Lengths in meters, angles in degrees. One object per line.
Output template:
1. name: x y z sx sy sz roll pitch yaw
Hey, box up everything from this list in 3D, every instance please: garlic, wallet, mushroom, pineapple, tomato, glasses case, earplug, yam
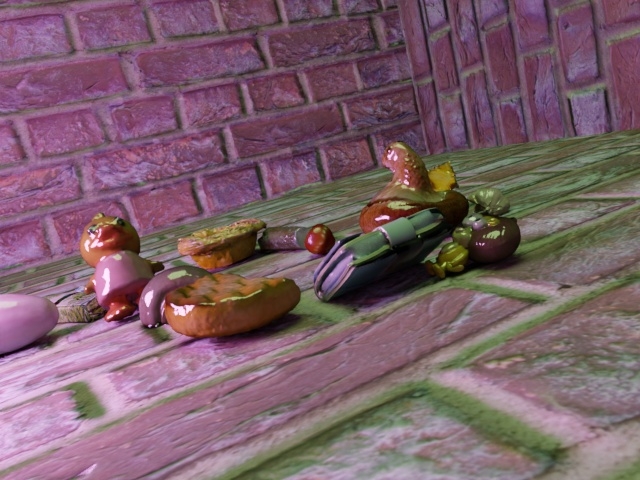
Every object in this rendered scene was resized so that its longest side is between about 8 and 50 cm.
1. garlic: 0.447 -0.105 1.447 0.113 0.074 0.094 7 8 20
2. wallet: 0.120 0.028 1.042 0.250 0.075 0.176 -19 -22 -29
3. mushroom: -0.314 0.117 1.197 0.188 0.117 0.141 -20 0 -11
4. pineapple: 0.327 -0.106 1.600 0.250 0.140 0.164 -36 61 -25
5. tomato: 0.000 0.000 1.455 0.075 0.087 0.087 31 26 13
6. glasses case: -0.656 0.173 1.433 0.272 0.062 0.095 -7 12 33
7. earplug: -0.753 0.196 1.220 0.301 0.172 0.172 -11 9 -19
8. yam: -0.102 -0.005 1.629 0.179 0.078 0.078 1 18 43
9. mushroom: 0.223 -0.092 1.373 0.267 0.254 0.267 -31 25 16

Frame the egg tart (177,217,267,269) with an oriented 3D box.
1. egg tart: -0.299 0.009 1.686 0.288 0.118 0.288 -17 10 3

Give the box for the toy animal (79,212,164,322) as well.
1. toy animal: -0.496 0.054 1.333 0.195 0.281 0.169 -20 -8 -28

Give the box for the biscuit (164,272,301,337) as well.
1. biscuit: -0.179 0.121 1.015 0.213 0.091 0.274 -17 12 -31

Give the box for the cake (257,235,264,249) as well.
1. cake: -0.161 0.001 1.751 0.084 0.044 0.084 -15 10 3

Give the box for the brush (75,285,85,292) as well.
1. brush: -0.716 0.159 1.665 0.030 0.033 0.178 -29 17 -35

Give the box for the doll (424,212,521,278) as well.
1. doll: 0.292 0.007 1.020 0.188 0.096 0.145 -32 11 -32
